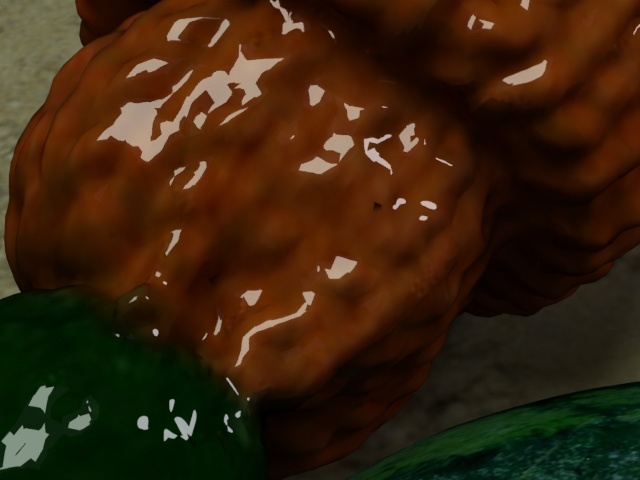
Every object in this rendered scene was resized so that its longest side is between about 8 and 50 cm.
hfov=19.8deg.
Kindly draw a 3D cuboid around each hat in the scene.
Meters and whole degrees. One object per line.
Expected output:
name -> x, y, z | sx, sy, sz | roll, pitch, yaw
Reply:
hat -> 0.000, 0.000, 0.691 | 0.285, 0.285, 0.400 | 12, 67, 25

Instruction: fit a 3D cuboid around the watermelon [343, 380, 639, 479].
watermelon -> 0.048, 0.137, 0.501 | 0.222, 0.292, 0.319 | 12, 57, 19
